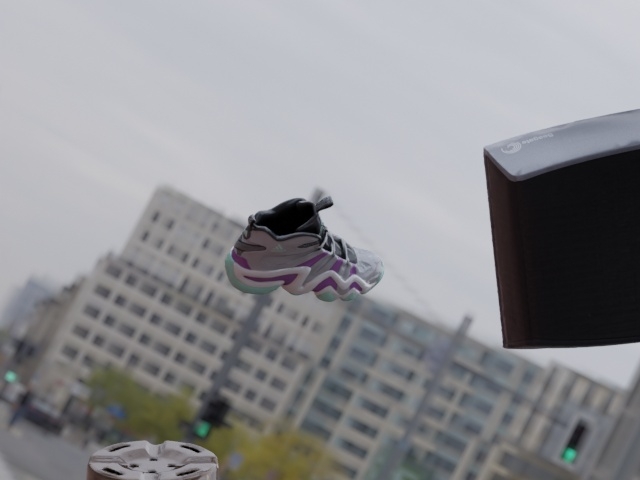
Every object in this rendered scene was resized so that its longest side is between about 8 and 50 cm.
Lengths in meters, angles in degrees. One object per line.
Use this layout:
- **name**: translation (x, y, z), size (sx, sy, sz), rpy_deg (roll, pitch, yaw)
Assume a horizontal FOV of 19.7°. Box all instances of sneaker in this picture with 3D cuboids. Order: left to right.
- **sneaker**: translation (0.000, 0.000, 1.042), size (0.098, 0.069, 0.038), rpy_deg (-1, 46, -27)

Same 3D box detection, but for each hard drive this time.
- **hard drive**: translation (0.251, -0.009, 1.323), size (0.255, 0.172, 0.054), rpy_deg (-9, 16, -7)

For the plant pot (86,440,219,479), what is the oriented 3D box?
- **plant pot**: translation (-0.160, 0.287, 1.776), size (0.167, 0.165, 0.167), rpy_deg (2, 11, 0)
